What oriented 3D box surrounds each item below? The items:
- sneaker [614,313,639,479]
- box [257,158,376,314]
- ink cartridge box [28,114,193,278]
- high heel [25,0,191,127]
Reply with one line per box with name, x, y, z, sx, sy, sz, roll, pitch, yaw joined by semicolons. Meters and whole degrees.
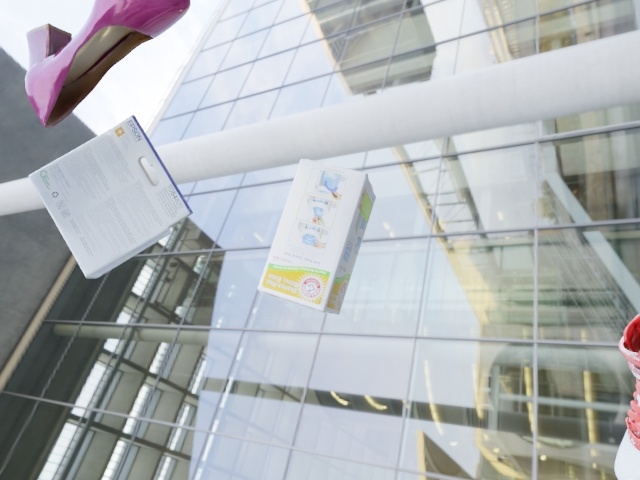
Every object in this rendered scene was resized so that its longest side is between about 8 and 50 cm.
sneaker;0.407;0.181;0.569;0.270;0.145;0.090;-61;2;22
box;0.000;0.000;0.704;0.114;0.103;0.203;43;-116;-72
ink cartridge box;-0.376;-0.080;0.863;0.223;0.224;0.045;59;178;5
high heel;-0.386;-0.329;0.865;0.127;0.377;0.181;-10;-87;-64
